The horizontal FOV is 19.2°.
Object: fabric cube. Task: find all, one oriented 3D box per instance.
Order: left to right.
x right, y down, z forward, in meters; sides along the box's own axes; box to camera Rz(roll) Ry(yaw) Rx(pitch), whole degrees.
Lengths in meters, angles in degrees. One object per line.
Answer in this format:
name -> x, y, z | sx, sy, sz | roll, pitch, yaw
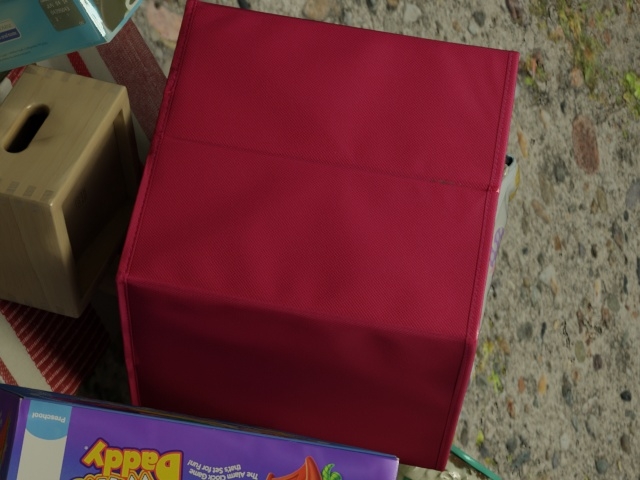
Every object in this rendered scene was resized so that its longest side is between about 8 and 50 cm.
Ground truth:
fabric cube -> 0.000, 0.000, 1.465 | 0.254, 0.258, 0.259 | 92, 8, -62

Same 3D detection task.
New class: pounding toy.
pounding toy -> -0.190, -0.031, 1.443 | 0.206, 0.094, 0.181 | 86, 24, -48

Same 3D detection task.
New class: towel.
towel -> -0.207, -0.033, 1.523 | 0.237, 0.037, 0.329 | 61, 41, -27

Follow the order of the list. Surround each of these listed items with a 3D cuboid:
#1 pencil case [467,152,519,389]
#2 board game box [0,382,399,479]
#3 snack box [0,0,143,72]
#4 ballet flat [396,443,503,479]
pencil case -> 0.123, 0.025, 1.889 | 0.113, 0.124, 0.273 | 47, 48, -38
board game box -> -0.110, 0.155, 1.277 | 0.233, 0.347, 0.078 | 11, 85, -13
snack box -> -0.175, -0.246, 1.487 | 0.060, 0.187, 0.322 | 59, 40, -27
ballet flat -> 0.184, 0.311, 1.926 | 0.409, 0.147, 0.147 | 33, 56, -42
